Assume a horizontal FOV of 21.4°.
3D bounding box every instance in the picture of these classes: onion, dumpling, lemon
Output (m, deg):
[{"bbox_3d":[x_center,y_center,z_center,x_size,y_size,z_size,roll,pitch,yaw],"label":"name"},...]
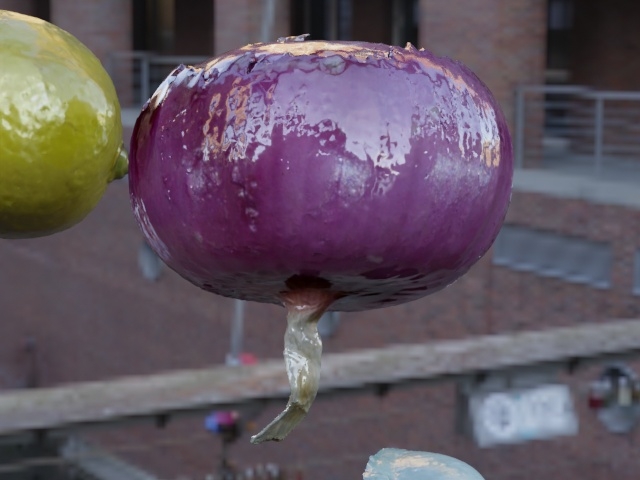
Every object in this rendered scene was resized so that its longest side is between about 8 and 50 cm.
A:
[{"bbox_3d":[0.011,-0.039,1.555,0.358,0.345,0.358,-24,-15,-7],"label":"onion"},{"bbox_3d":[0.116,0.294,1.791,0.149,0.105,0.217,-6,34,-21],"label":"dumpling"},{"bbox_3d":[-0.354,-0.126,1.829,0.284,0.261,0.260,17,14,22],"label":"lemon"}]
